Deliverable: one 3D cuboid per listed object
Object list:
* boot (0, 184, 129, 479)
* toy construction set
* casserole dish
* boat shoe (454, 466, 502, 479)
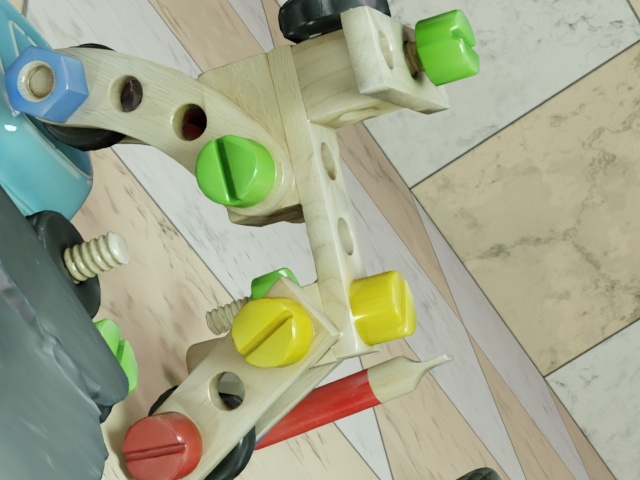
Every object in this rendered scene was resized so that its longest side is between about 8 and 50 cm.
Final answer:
[{"bbox_3d":[-0.209,-0.118,0.509,0.445,0.146,0.367,52,20,-11],"label":"boot"},{"bbox_3d":[0.000,0.000,0.847,0.309,0.237,0.257,50,23,-53],"label":"toy construction set"},{"bbox_3d":[-0.180,-0.087,0.929,0.114,0.037,0.188,48,14,-43],"label":"casserole dish"},{"bbox_3d":[0.132,0.262,1.152,0.103,0.118,0.320,55,1,-9],"label":"boat shoe"}]
